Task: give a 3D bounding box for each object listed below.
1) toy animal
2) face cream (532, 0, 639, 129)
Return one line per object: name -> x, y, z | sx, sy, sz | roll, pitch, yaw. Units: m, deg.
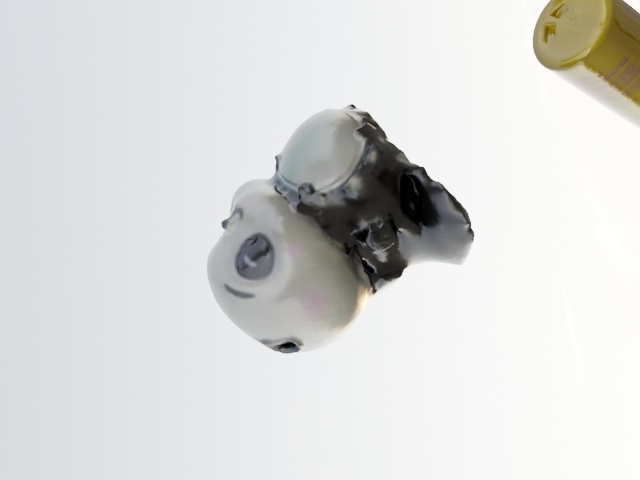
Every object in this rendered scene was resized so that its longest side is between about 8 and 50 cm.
toy animal -> 0.000, 0.000, 0.698 | 0.138, 0.179, 0.166 | 51, -179, -26
face cream -> 0.298, -0.133, 0.836 | 0.273, 0.078, 0.078 | 21, -124, -37
